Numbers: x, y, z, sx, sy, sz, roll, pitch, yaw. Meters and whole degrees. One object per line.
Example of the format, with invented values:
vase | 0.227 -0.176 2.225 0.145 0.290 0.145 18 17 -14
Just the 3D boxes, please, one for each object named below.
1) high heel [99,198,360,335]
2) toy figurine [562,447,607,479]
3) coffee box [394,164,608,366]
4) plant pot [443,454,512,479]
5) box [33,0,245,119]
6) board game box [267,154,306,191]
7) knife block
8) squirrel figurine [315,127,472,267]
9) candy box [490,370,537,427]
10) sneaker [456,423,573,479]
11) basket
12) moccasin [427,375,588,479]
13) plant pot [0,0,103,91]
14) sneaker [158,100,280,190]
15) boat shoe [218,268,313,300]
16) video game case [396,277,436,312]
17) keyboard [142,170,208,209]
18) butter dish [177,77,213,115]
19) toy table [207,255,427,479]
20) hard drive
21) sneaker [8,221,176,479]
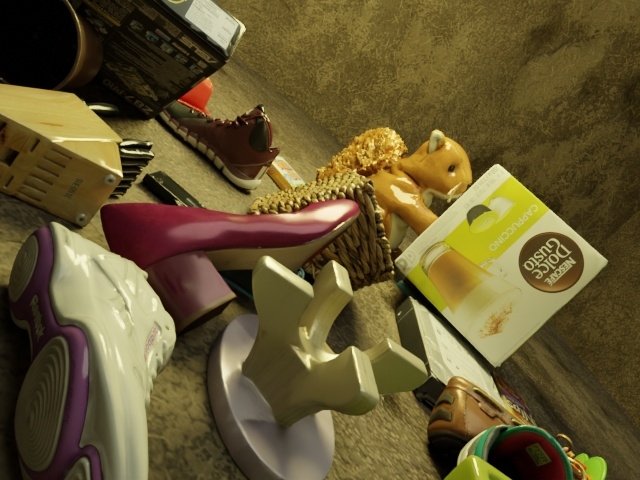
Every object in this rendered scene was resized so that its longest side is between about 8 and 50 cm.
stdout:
high heel | -0.097 -0.032 0.806 0.181 0.127 0.377 53 41 7
toy figurine | 0.450 0.427 1.179 0.159 0.130 0.173 36 13 9
coffee box | 0.435 0.076 1.476 0.334 0.337 0.338 47 5 17
plant pot | 0.137 0.347 0.434 0.227 0.207 0.228 40 15 -12
box | -0.371 -0.392 1.000 0.395 0.318 0.097 34 60 -29
board game box | -0.082 -0.154 1.545 0.259 0.039 0.124 47 15 24
knife block | -0.343 -0.139 0.759 0.276 0.088 0.242 29 20 -39
squirrel figurine | 0.197 -0.163 1.613 0.397 0.370 0.281 50 17 23
candy box | 0.423 0.384 1.324 0.109 0.053 0.186 41 17 -11
sneaker | 0.239 0.290 0.751 0.124 0.178 0.295 44 33 15
basket | 0.000 0.000 1.132 0.299 0.223 0.213 -114 -171 -79
moccasin | 0.346 0.364 1.000 0.380 0.139 0.147 34 56 -6
plant pot | -0.412 -0.291 0.888 0.167 0.167 0.165 40 7 -9
sneaker | -0.200 -0.250 1.257 0.281 0.162 0.106 41 16 -8
boat shoe | -0.073 0.050 0.918 0.258 0.089 0.109 31 19 -36
video game case | 0.272 0.150 1.639 0.119 0.015 0.166 47 16 12
keyboard | -0.209 -0.045 0.964 0.180 0.023 0.108 40 9 -7
butter dish | -0.323 -0.399 1.436 0.160 0.118 0.160 53 18 29
toy table | -0.017 0.139 0.695 0.252 0.161 0.274 32 20 -33
hard drive | 0.272 0.269 1.240 0.237 0.064 0.339 39 17 -11
sneaker | -0.170 0.099 0.502 0.152 0.114 0.305 27 22 -42
